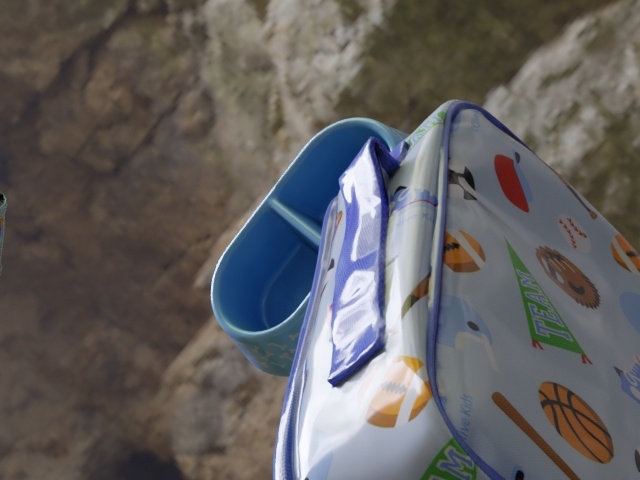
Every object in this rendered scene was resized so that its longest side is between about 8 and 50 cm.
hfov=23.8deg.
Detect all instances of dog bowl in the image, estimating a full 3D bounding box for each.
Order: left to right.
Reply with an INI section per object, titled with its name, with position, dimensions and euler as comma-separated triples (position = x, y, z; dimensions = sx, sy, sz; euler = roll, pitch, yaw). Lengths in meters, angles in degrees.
[dog bowl]
position = 0.000, 0.000, 1.584
dimensions = 0.166, 0.297, 0.074
euler = 39, -178, 41

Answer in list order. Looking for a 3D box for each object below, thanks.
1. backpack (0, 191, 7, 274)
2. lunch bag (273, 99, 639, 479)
[backpack]
position = -0.359, 0.009, 1.280
dimensions = 0.165, 0.144, 0.188
euler = 14, -153, 27
[lunch bag]
position = 0.091, 0.075, 0.676
dimensions = 0.243, 0.115, 0.303
euler = 39, -154, -16
